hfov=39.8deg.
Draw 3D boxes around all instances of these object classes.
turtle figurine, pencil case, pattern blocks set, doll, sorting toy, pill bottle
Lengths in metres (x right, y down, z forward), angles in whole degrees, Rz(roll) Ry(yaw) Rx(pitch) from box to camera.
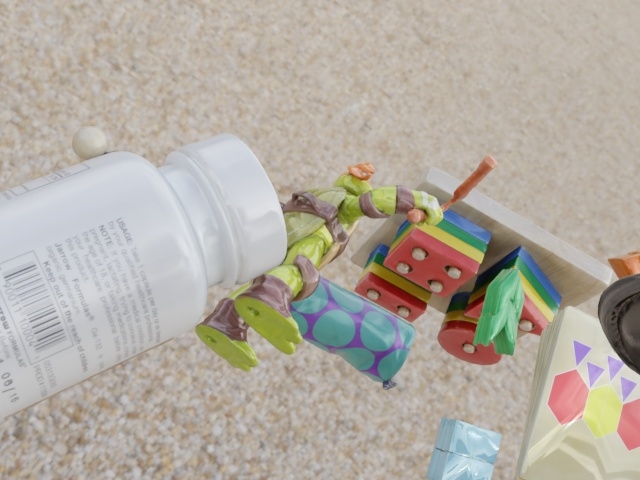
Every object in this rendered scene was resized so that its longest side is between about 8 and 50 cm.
[{"bbox_3d":[0.000,0.000,0.724,0.087,0.269,0.217,55,47,-20],"label":"turtle figurine"},{"bbox_3d":[0.012,0.076,0.804,0.151,0.070,0.064,30,38,-22],"label":"pencil case"},{"bbox_3d":[0.231,0.145,0.704,0.324,0.026,0.285,33,74,-26],"label":"pattern blocks set"},{"bbox_3d":[-0.209,-0.041,0.965,0.189,0.046,0.129,62,23,-17],"label":"doll"},{"bbox_3d":[0.181,0.057,1.116,0.255,0.257,0.089,29,61,-6],"label":"sorting toy"},{"bbox_3d":[-0.144,0.015,0.576,0.229,0.131,0.131,-25,66,-24],"label":"pill bottle"}]

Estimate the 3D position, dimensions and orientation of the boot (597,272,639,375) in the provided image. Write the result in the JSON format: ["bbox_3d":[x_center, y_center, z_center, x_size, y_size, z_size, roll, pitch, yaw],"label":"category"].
[{"bbox_3d":[0.203,0.098,0.355,0.263,0.091,0.229,65,8,-64],"label":"boot"}]
